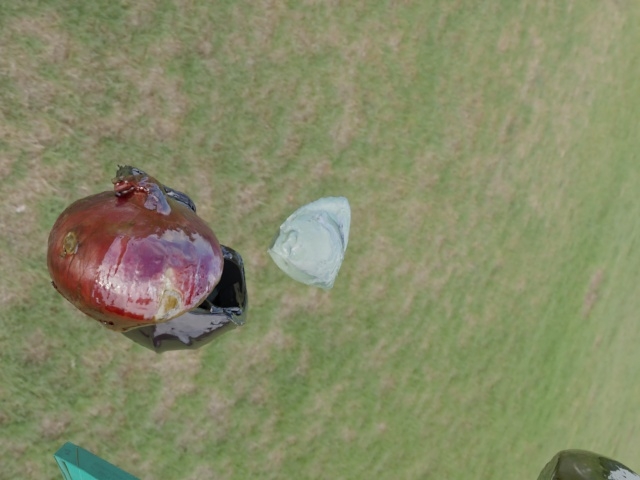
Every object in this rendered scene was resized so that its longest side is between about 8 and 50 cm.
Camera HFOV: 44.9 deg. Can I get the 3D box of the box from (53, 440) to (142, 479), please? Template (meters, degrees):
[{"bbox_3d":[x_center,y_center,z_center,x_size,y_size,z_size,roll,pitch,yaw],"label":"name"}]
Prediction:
[{"bbox_3d":[-0.320,0.426,1.243,0.042,0.226,0.161,-42,136,-42],"label":"box"}]

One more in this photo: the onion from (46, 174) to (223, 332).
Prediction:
[{"bbox_3d":[-0.114,0.006,0.477,0.107,0.107,0.097,-25,129,-50],"label":"onion"}]

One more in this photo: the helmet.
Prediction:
[{"bbox_3d":[-0.256,0.048,1.183,0.305,0.177,0.225,47,21,-17],"label":"helmet"}]

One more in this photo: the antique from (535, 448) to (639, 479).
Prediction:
[{"bbox_3d":[0.129,0.233,0.466,0.221,0.081,0.080,-66,168,14],"label":"antique"}]

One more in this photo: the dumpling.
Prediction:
[{"bbox_3d":[0.000,0.011,1.261,0.149,0.105,0.217,-28,146,6],"label":"dumpling"}]
